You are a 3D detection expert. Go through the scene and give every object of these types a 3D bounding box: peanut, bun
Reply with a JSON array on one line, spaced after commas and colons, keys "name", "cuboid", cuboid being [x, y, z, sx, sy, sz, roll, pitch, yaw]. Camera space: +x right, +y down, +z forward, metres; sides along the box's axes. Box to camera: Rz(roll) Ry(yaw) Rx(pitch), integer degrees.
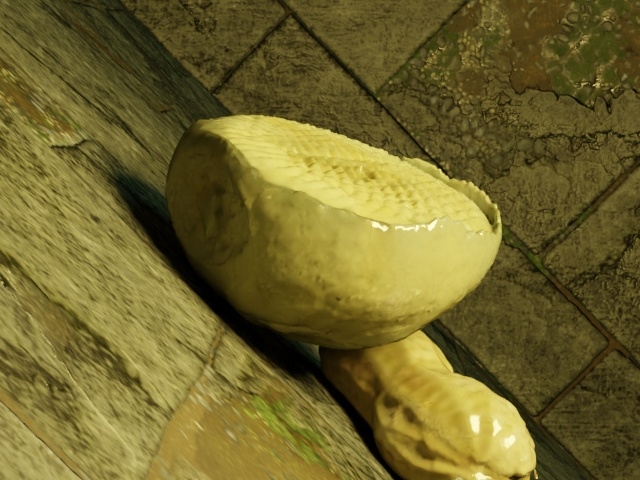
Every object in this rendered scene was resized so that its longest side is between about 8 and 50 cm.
[{"name": "peanut", "cuboid": [0.108, 0.181, 1.905, 0.149, 0.149, 0.313, 40, 5, -44]}, {"name": "bun", "cuboid": [0.002, 0.004, 1.868, 0.364, 0.202, 0.364, 16, 16, -5]}]

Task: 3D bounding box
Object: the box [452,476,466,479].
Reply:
[{"name": "box", "cuboid": [0.165, 0.306, 1.754, 0.122, 0.062, 0.089, 44, 5, -27]}]
